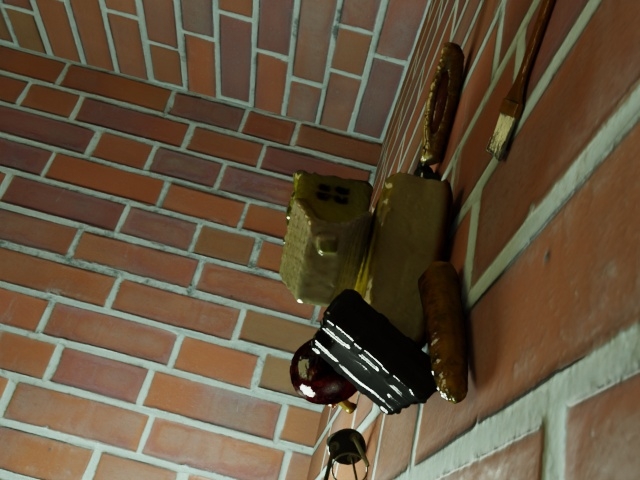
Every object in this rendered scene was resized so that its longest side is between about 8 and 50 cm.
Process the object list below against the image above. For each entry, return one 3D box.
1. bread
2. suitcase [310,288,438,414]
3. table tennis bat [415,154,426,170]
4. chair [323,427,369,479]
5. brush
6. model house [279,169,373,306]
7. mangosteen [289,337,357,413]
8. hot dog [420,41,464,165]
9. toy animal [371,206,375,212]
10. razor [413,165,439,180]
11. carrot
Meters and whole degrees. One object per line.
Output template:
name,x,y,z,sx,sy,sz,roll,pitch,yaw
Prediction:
bread,0.146,0.070,1.277,0.333,0.143,0.323,105,179,-72
suitcase,0.083,0.193,1.069,0.066,0.206,0.285,-46,-9,-18
table tennis bat,0.278,-0.198,1.760,0.236,0.027,0.150,100,-176,-56
chair,0.067,0.494,1.463,0.095,0.104,0.221,-50,6,2
brush,0.300,-0.269,0.927,0.090,0.017,0.314,-85,9,-73
model house,0.000,0.000,1.237,0.234,0.175,0.193,-72,-5,-60
mangosteen,0.035,0.406,1.919,0.235,0.236,0.261,-76,-34,-72
hot dog,0.287,-0.318,1.525,0.083,0.068,0.288,4,-83,-67
toy animal,0.217,-0.084,2.173,0.150,0.089,0.083,125,165,-64
razor,0.242,-0.128,1.535,0.148,0.054,0.090,-73,-6,-77
carrot,0.173,0.122,0.920,0.314,0.066,0.066,-77,1,-61
